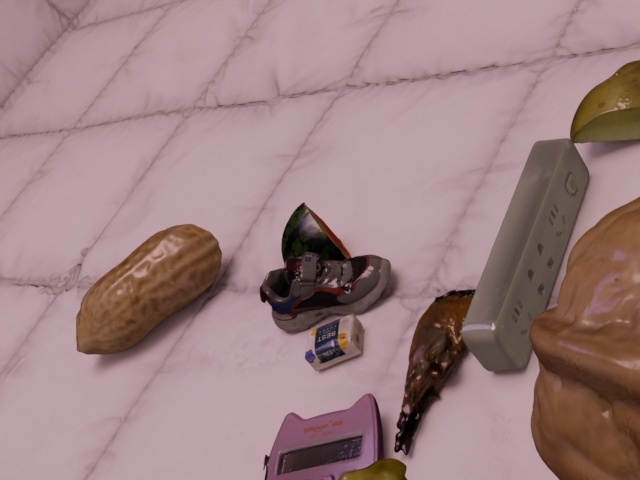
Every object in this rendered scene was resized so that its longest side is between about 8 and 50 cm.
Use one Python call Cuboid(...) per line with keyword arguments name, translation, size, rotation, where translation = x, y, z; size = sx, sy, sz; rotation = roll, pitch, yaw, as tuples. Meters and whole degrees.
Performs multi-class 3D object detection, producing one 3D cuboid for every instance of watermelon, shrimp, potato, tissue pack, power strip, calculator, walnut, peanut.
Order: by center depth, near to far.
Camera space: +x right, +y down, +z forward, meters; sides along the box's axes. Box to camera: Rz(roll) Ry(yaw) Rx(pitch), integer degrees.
Cuboid(name="walnut", translation=(0.379, 0.127, 1.103), size=(0.381, 0.381, 0.381), rotation=(-27, 34, 20))
Cuboid(name="calculator", translation=(-0.002, 0.344, 1.501), size=(0.194, 0.043, 0.294), rotation=(-18, 41, 30))
Cuboid(name="shrimp", translation=(0.161, 0.162, 1.526), size=(0.117, 0.066, 0.262), rotation=(-13, 43, 37))
Cuboid(name="power strip", translation=(0.289, 0.003, 1.563), size=(0.062, 0.091, 0.385), rotation=(-6, 45, 41))
Cuboid(name="potato", translation=(0.422, -0.215, 1.671), size=(0.120, 0.081, 0.149), rotation=(-3, 42, 12))
Cuboid(name="tissue pack", translation=(0.021, 0.151, 1.707), size=(0.083, 0.042, 0.062), rotation=(-23, 33, 25))
Cuboid(name="watermelon", translation=(0.000, 0.000, 1.880), size=(0.125, 0.135, 0.094), rotation=(-11, 6, 43))
Cuboid(name="peanut", translation=(-0.317, 0.091, 2.051), size=(0.325, 0.140, 0.153), rotation=(-38, 13, 12))

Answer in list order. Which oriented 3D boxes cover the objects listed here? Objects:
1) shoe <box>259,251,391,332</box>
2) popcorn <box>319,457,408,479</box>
Cuboid(name="shoe", translation=(-0.004, 0.056, 1.776), size=(0.227, 0.125, 0.099), rotation=(-24, 33, 27))
Cuboid(name="popcorn", translation=(0.045, 0.372, 1.241), size=(0.258, 0.224, 0.270), rotation=(-40, 17, -8))
